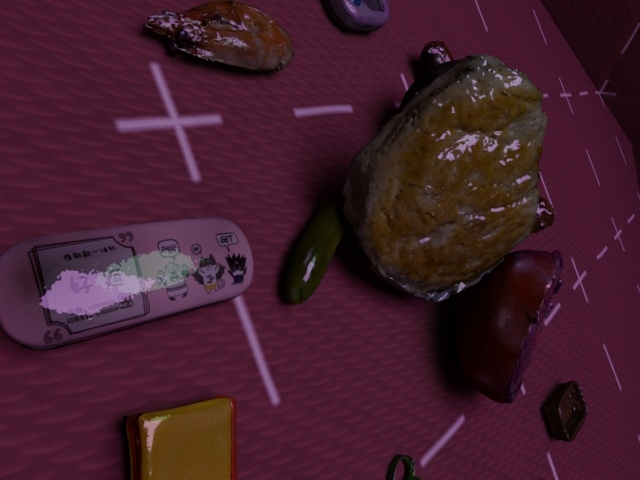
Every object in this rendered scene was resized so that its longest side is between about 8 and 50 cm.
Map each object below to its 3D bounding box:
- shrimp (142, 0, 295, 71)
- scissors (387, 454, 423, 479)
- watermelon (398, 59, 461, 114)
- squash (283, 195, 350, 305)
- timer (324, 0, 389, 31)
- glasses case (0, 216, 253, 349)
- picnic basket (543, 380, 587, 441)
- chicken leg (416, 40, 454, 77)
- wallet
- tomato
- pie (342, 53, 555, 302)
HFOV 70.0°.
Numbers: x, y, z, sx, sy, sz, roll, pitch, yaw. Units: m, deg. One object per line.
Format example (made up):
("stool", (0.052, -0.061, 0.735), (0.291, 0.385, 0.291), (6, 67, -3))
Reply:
("shrimp", (-0.164, -0.354, 0.773), (0.294, 0.062, 0.154), (-19, 76, -48))
("scissors", (0.115, 0.458, 0.758), (0.204, 0.027, 0.101), (-33, 96, -47))
("watermelon", (0.324, -0.256, 1.035), (0.359, 0.278, 0.279), (22, 61, -31))
("squash", (0.000, 0.000, 0.789), (0.069, 0.069, 0.258), (46, 49, -22))
("timer", (0.071, -0.590, 1.067), (0.190, 0.069, 0.209), (-25, 92, -45))
("glasses case", (-0.216, 0.041, 0.563), (0.314, 0.075, 0.122), (-10, 80, -45))
("picnic basket", (0.677, 0.468, 1.264), (0.193, 0.054, 0.110), (-14, 84, -45))
("chicken leg", (0.338, -0.385, 1.242), (0.113, 0.093, 0.305), (-26, 102, -28))
("wallet", (-0.156, 0.313, 0.537), (0.141, 0.067, 0.241), (4, 77, -47))
("tomato", (0.378, 0.157, 0.964), (0.289, 0.176, 0.335), (4, 105, -62))
("pie", (0.228, -0.092, 0.830), (0.418, 0.395, 0.180), (54, 1, -41))
